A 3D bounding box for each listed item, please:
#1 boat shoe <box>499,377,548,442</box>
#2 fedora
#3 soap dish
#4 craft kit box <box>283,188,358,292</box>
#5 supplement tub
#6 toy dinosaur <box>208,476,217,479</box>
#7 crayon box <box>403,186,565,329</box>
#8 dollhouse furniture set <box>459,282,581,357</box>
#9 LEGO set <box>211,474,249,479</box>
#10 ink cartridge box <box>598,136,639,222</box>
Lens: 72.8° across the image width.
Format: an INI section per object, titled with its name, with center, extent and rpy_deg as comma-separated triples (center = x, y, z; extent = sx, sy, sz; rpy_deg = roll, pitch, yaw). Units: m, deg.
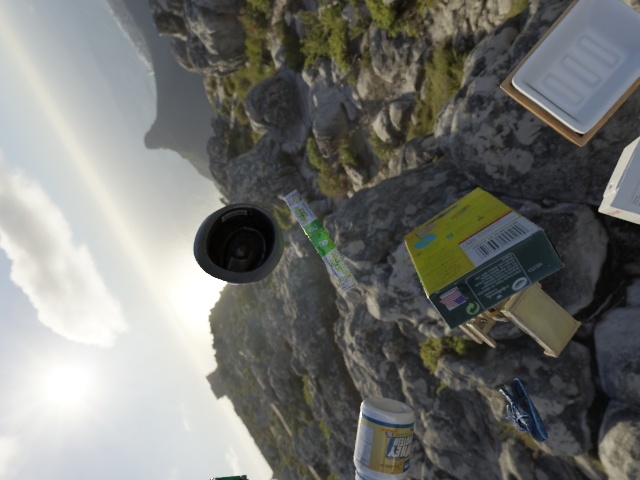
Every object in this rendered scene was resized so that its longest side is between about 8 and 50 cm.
[boat shoe]
center = 0.637, 0.547, 1.372
extent = 0.109, 0.089, 0.258
rpy_deg = 58, -165, -4
[fedora]
center = -0.229, 0.028, 1.236
extent = 0.124, 0.243, 0.276
rpy_deg = 107, 172, -55
[soap dish]
center = 0.594, -0.389, 0.988
extent = 0.229, 0.291, 0.118
rpy_deg = 42, -174, 11
[craft kit box]
center = 0.000, 0.000, 1.302
extent = 0.250, 0.061, 0.247
rpy_deg = 58, 176, -38
[supplement tub]
center = 0.165, 0.529, 1.132
extent = 0.144, 0.144, 0.200
rpy_deg = 2, 83, 65
[toy dinosaur]
center = -0.352, 0.886, 1.397
extent = 0.112, 0.064, 0.212
rpy_deg = 46, -152, -46
[crayon box]
center = 0.277, 0.014, 0.814
extent = 0.081, 0.202, 0.318
rpy_deg = 53, -166, -14
[dollhouse furniture set]
center = 0.527, 0.201, 1.161
extent = 0.161, 0.212, 0.242
rpy_deg = 42, 171, -1
[LEGO set]
center = -0.297, 0.729, 1.068
extent = 0.192, 0.331, 0.255
rpy_deg = 148, 130, -77
[ink cartridge box]
center = 0.779, -0.109, 0.955
extent = 0.232, 0.171, 0.168
rpy_deg = 22, 99, 23
